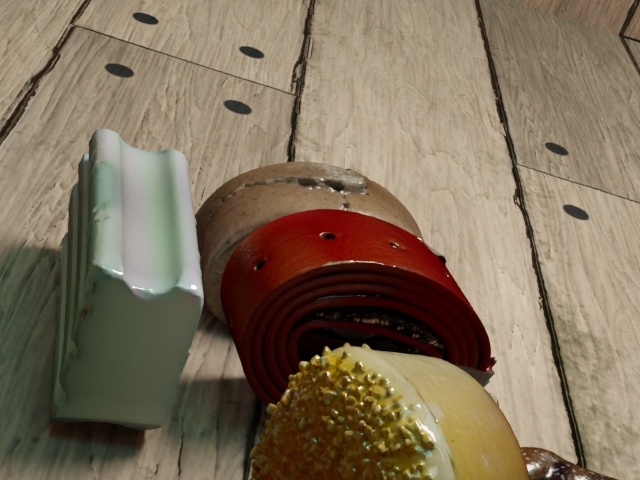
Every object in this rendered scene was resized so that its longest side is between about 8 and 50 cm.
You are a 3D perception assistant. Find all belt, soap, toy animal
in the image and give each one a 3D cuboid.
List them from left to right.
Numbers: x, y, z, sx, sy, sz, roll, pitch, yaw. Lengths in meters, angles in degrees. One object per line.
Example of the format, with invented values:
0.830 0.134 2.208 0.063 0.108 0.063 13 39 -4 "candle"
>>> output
-0.211 0.027 1.259 0.115 0.208 0.347 12 29 -18 "soap"
0.044 0.100 1.285 0.324 0.227 0.115 26 23 -31 "belt"
0.308 0.274 1.296 0.243 0.087 0.260 29 33 11 "toy animal"

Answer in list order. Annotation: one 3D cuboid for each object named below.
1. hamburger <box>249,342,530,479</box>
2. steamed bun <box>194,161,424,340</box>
0.048 0.234 0.990 0.170 0.302 0.302 -7 39 -29 "hamburger"
0.000 0.000 1.445 0.301 0.199 0.251 13 30 -11 "steamed bun"
